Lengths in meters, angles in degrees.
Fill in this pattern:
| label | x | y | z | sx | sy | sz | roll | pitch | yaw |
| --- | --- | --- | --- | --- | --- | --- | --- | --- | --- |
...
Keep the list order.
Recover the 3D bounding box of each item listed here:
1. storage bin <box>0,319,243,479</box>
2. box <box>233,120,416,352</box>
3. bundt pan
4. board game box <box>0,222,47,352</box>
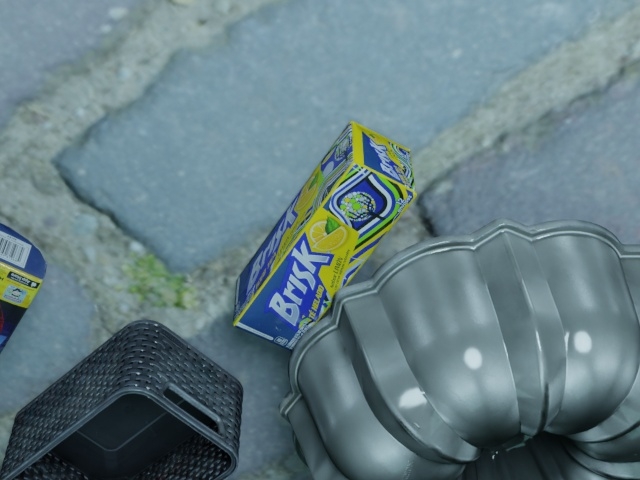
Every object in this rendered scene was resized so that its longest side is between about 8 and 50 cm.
| label | x | y | z | sx | sy | sz | roll | pitch | yaw |
| --- | --- | --- | --- | --- | --- | --- | --- | --- | --- |
| storage bin | -0.161 | 0.163 | 0.945 | 0.180 | 0.084 | 0.122 | -38 | 118 | 23 |
| box | 0.000 | 0.000 | 0.841 | 0.054 | 0.059 | 0.169 | 25 | 122 | -18 |
| bundt pan | 0.139 | 0.145 | 0.875 | 0.330 | 0.124 | 0.331 | -6 | 132 | -7 |
| board game box | -0.328 | 0.038 | 0.867 | 0.194 | 0.060 | 0.194 | 27 | 123 | -19 |
